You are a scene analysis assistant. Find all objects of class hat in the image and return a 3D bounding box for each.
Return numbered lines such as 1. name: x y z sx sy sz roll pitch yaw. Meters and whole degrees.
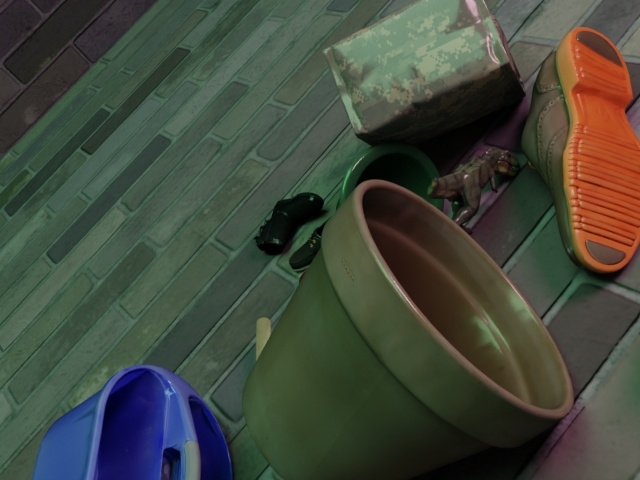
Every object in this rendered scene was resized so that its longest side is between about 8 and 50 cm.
1. hat: 0.055 -0.049 1.164 0.208 0.173 0.183 -32 14 -25

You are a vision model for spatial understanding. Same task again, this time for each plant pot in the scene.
1. plant pot: 0.068 0.141 0.861 0.280 0.323 0.323 -45 35 22

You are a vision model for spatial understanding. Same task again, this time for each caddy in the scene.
1. caddy: -0.218 0.320 0.952 0.179 0.241 0.341 -30 39 21

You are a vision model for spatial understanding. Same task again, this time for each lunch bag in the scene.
1. lunch bag: 0.172 -0.244 1.152 0.235 0.287 0.169 -24 78 18

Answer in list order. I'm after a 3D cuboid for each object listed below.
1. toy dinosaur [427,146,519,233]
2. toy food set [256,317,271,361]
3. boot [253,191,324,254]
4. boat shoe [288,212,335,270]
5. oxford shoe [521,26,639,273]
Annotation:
1. toy dinosaur: 0.194 -0.055 1.037 0.064 0.118 0.268 16 23 29
2. toy food set: -0.003 0.149 1.104 0.192 0.038 0.133 -16 51 21
3. boot: -0.055 -0.028 1.307 0.121 0.045 0.099 -10 45 44
4. boat shoe: -0.001 -0.001 1.238 0.133 0.042 0.049 -36 40 9
5. oxford shoe: 0.342 -0.106 1.014 0.133 0.129 0.364 134 151 -54
